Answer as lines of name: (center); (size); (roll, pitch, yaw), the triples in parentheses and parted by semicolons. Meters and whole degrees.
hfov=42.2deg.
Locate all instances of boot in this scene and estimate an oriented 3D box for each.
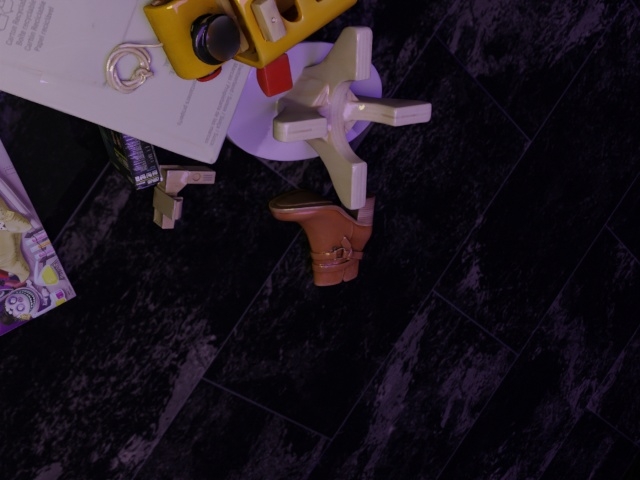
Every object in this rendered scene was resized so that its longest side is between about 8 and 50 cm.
boot: (0.000, 0.000, 1.313); (0.197, 0.073, 0.152); (-3, 115, -31)

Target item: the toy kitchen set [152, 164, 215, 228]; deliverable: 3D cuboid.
toy kitchen set: (-0.185, -0.057, 1.160); (0.075, 0.068, 0.083); (-3, 111, -34)

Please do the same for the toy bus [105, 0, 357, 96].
toy bus: (-0.064, -0.204, 0.730); (0.191, 0.104, 0.202); (5, 107, -39)

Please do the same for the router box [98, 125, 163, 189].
router box: (-0.246, -0.127, 1.053); (0.038, 0.122, 0.092); (-23, 120, -20)

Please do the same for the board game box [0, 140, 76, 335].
board game box: (-0.458, -0.027, 0.999); (0.208, 0.056, 0.346); (-28, 123, -18)

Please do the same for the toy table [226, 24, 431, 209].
toy table: (0.009, -0.184, 1.183); (0.274, 0.161, 0.252); (-25, 122, -25)

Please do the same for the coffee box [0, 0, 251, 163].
coffee box: (-0.259, -0.318, 0.822); (0.338, 0.334, 0.337); (16, 100, -41)
